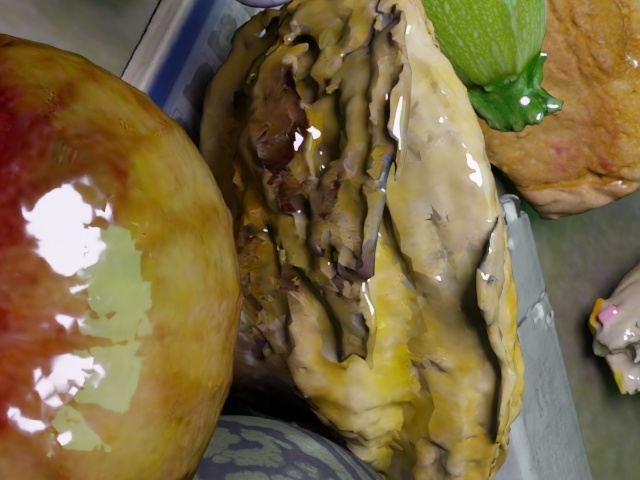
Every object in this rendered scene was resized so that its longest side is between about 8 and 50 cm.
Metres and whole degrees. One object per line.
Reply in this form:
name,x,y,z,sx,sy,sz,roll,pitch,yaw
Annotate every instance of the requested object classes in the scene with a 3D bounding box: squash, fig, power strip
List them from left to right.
fig,-0.105,0.022,0.771,0.321,0.217,0.217,-10,96,-70
squash,0.034,-0.241,1.047,0.107,0.107,0.395,-42,109,-50
power strip,0.118,0.077,1.232,0.093,0.053,0.288,-39,119,-50

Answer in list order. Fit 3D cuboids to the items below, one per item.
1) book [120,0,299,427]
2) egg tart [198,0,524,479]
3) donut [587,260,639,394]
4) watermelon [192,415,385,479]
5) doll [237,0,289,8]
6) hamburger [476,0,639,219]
book,-0.028,-0.051,1.049,0.228,0.018,0.322,56,44,-39
egg tart,0.000,0.000,0.892,0.132,0.297,0.297,-9,97,-17
donut,0.315,0.162,1.440,0.307,0.150,0.371,-22,106,-56
watermelon,-0.047,0.182,0.825,0.212,0.212,0.212,8,81,-57
doll,-0.060,-0.276,0.835,0.284,0.240,0.310,26,79,-21
hamburger,0.167,-0.144,1.233,0.282,0.245,0.155,118,-5,-49
